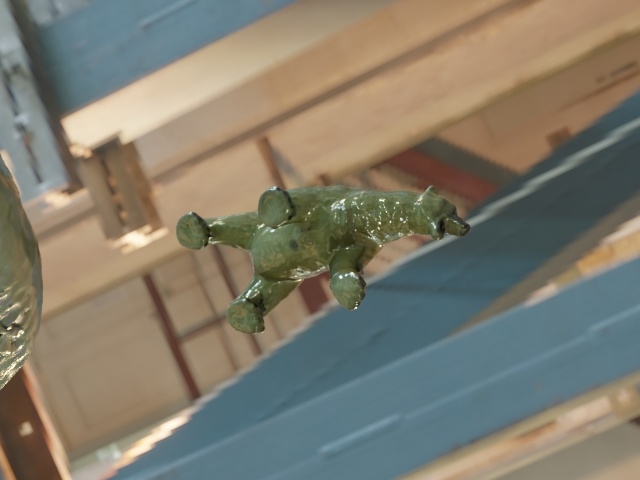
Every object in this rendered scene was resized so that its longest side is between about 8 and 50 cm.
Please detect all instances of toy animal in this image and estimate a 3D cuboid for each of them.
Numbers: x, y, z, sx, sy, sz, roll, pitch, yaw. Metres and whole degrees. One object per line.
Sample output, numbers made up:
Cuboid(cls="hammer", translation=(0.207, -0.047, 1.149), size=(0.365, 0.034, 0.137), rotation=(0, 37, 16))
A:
Cuboid(cls="toy animal", translation=(0.000, 0.000, 1.160), size=(0.101, 0.218, 0.103), rotation=(-20, -89, -41))

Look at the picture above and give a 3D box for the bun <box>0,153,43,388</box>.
Cuboid(cls="bun", translation=(-0.266, 0.031, 0.790), size=(0.168, 0.273, 0.273), rotation=(52, -177, 29))
